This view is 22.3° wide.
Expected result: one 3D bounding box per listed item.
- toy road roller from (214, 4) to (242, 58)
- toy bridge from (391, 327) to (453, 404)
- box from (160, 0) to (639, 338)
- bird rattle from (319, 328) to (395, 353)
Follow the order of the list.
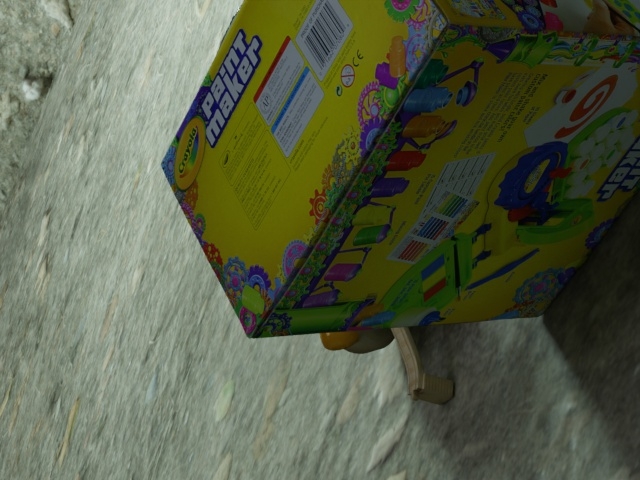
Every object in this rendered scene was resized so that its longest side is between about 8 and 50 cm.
[{"bbox_3d":[0.030,-0.267,1.634,0.240,0.202,0.329,-80,16,-51],"label":"toy road roller"},{"bbox_3d":[0.087,0.051,1.404,0.026,0.063,0.188,136,146,-54],"label":"toy bridge"},{"bbox_3d":[0.087,-0.093,1.140,0.290,0.279,0.177,-58,48,36],"label":"box"},{"bbox_3d":[0.017,0.002,1.482,0.253,0.143,0.207,-5,-99,-73],"label":"bird rattle"}]
